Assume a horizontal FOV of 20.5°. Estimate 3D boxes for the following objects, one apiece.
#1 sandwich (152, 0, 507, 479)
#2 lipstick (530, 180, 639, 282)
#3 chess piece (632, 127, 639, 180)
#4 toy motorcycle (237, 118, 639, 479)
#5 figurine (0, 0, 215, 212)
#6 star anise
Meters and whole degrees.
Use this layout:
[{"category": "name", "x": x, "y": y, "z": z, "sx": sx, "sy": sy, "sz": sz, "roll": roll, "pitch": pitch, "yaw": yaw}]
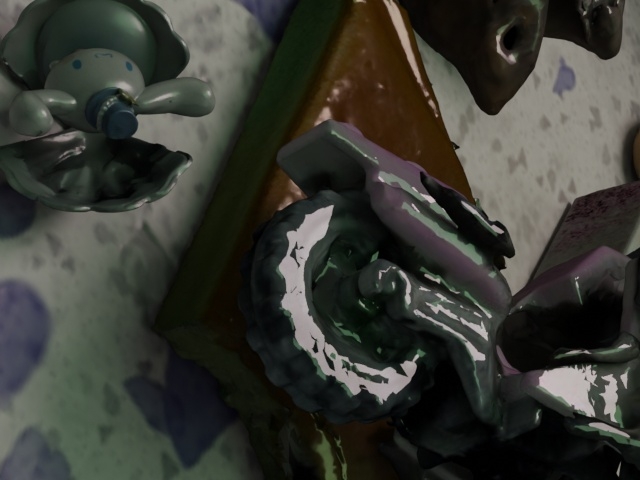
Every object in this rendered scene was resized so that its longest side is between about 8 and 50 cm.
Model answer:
[{"category": "sandwich", "x": 0.000, "y": 0.000, "z": 0.860, "sx": 0.212, "sy": 0.063, "sz": 0.245, "roll": -25, "pitch": 97, "yaw": -51}, {"category": "lipstick", "x": 0.135, "y": 0.087, "z": 0.991, "sx": 0.068, "sy": 0.066, "sz": 0.317, "roll": 56, "pitch": 42, "yaw": -22}, {"category": "chess piece", "x": 0.248, "y": -0.053, "z": 1.176, "sx": 0.084, "sy": 0.038, "sz": 0.083, "roll": 17, "pitch": 51, "yaw": -22}, {"category": "toy motorcycle", "x": 0.105, "y": 0.043, "z": 0.831, "sx": 0.327, "sy": 0.143, "sz": 0.188, "roll": 29, "pitch": 53, "yaw": -27}, {"category": "figurine", "x": -0.092, "y": -0.056, "z": 0.751, "sx": 0.086, "sy": 0.094, "sz": 0.082, "roll": -100, "pitch": -168, "yaw": -56}, {"category": "star anise", "x": 0.074, "y": -0.190, "z": 0.961, "sx": 0.257, "sy": 0.111, "sz": 0.198, "roll": 52, "pitch": 27, "yaw": -4}]
